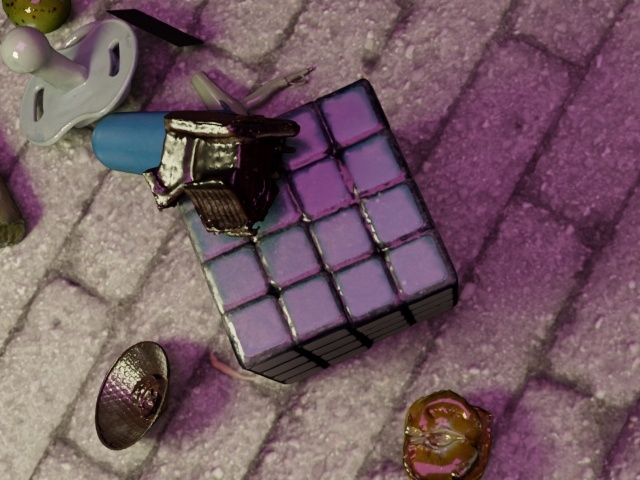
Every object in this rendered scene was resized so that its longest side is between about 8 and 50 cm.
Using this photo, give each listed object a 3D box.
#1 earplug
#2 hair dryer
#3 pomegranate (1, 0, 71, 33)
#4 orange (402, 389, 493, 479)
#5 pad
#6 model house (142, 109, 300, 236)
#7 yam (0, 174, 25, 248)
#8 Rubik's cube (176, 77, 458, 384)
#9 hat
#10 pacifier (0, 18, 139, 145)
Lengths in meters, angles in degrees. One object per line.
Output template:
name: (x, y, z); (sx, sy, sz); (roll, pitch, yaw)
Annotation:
earplug: (-0.275, -0.165, 1.741); (0.273, 0.132, 0.132); (7, 81, 27)
hair dryer: (-0.136, -0.279, 1.801); (0.167, 0.067, 0.199); (37, 77, 18)
pomegranate: (-0.518, -0.441, 1.842); (0.130, 0.130, 0.130); (-1, 80, 8)
orange: (0.197, 0.327, 1.612); (0.170, 0.112, 0.160); (-26, 65, -20)
pad: (-0.294, -0.382, 1.811); (0.157, 0.112, 0.003); (27, 112, 12)
model house: (-0.143, -0.095, 1.400); (0.203, 0.141, 0.164); (12, 104, 35)
yam: (-0.618, -0.109, 1.816); (0.093, 0.093, 0.259); (-31, 78, 2)
Rubik's cube: (0.000, 0.000, 1.578); (0.337, 0.344, 0.344); (-25, 78, 3)
hat: (-0.293, 0.272, 1.714); (0.193, 0.082, 0.193); (-24, 51, 34)
pacifier: (-0.451, -0.304, 1.746); (0.287, 0.226, 0.238); (-19, 62, 26)
